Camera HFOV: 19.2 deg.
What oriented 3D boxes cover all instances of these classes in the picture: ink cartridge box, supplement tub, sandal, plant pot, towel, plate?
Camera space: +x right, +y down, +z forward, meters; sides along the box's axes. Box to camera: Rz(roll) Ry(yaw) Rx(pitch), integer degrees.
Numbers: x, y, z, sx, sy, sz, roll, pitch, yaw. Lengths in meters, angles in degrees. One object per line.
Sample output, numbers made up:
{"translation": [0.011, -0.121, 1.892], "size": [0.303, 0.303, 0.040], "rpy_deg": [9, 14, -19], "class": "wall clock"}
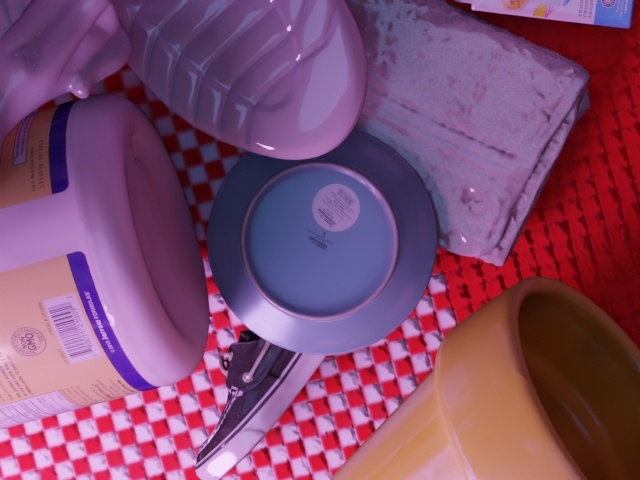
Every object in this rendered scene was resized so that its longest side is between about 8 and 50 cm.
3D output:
{"translation": [0.177, -0.221, 1.494], "size": [0.143, 0.090, 0.092], "rpy_deg": [7, 99, 6], "class": "ink cartridge box"}
{"translation": [-0.277, 0.035, 1.513], "size": [0.331, 0.241, 0.241], "rpy_deg": [-15, 96, 9], "class": "supplement tub"}
{"translation": [-0.126, -0.224, 1.515], "size": [0.416, 0.102, 0.169], "rpy_deg": [37, 107, 8], "class": "sandal"}
{"translation": [0.143, 0.195, 1.497], "size": [0.239, 0.254, 0.254], "rpy_deg": [-37, 93, 27], "class": "plant pot"}
{"translation": [0.064, -0.114, 1.547], "size": [0.282, 0.049, 0.187], "rpy_deg": [27, 100, 4], "class": "towel"}
{"translation": [0.000, 0.000, 1.524], "size": [0.188, 0.024, 0.188], "rpy_deg": [0, 92, 6], "class": "plate"}

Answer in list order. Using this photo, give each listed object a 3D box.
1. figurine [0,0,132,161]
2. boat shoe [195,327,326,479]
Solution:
{"translation": [-0.280, -0.135, 1.402], "size": [0.215, 0.092, 0.209], "rpy_deg": [34, 73, 7], "class": "figurine"}
{"translation": [-0.045, 0.105, 1.582], "size": [0.070, 0.078, 0.219], "rpy_deg": [37, 93, 0], "class": "boat shoe"}
